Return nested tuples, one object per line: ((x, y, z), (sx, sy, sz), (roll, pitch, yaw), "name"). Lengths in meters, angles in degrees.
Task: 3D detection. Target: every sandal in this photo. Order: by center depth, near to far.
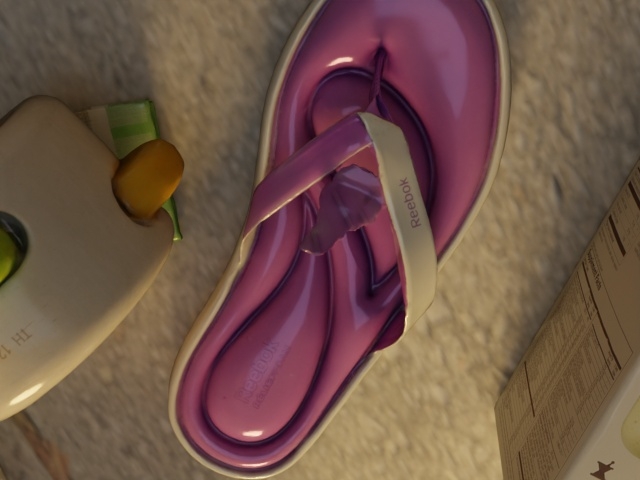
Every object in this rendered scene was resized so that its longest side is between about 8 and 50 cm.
((0.015, 0.005, 0.865), (0.169, 0.102, 0.416), (20, 111, -4), "sandal")

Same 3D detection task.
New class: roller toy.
((-0.195, 0.015, 0.816), (0.146, 0.209, 0.191), (47, 141, -16), "roller toy")

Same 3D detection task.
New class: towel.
((-0.183, -0.040, 0.907), (0.152, 0.023, 0.113), (-8, 113, 4), "towel")

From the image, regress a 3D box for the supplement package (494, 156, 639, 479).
((0.266, 0.092, 0.832), (0.199, 0.198, 0.263), (24, 111, -5), "supplement package")

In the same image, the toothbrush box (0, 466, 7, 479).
((-0.342, 0.141, 0.885), (0.122, 0.206, 0.283), (-17, 110, 9), "toothbrush box")
